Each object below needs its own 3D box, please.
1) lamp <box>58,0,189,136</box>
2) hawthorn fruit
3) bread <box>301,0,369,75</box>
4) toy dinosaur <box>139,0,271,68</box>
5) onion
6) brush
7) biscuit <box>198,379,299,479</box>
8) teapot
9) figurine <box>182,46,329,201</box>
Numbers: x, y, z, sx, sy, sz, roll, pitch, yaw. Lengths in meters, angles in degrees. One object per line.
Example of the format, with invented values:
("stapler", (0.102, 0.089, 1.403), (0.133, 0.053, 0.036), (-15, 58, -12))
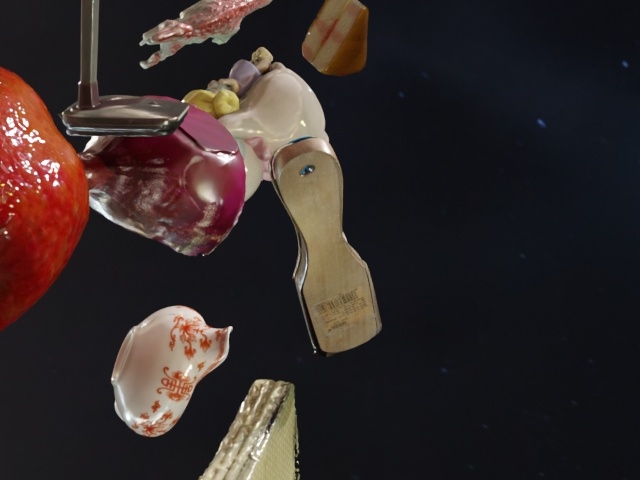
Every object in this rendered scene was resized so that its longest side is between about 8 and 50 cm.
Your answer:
("lamp", (-0.161, -0.239, 1.287), (0.125, 0.203, 0.283), (17, -78, -2))
("hawthorn fruit", (-0.255, -0.017, 0.858), (0.189, 0.189, 0.251), (-39, -161, 17))
("bread", (0.013, -0.184, 1.238), (0.062, 0.109, 0.043), (-40, -110, -14))
("toy dinosaur", (-0.121, -0.268, 1.578), (0.167, 0.242, 0.053), (-10, -76, 66))
("onion", (-0.188, -0.077, 1.368), (0.195, 0.218, 0.139), (47, -64, 40))
("brush", (0.000, 0.000, 1.133), (0.070, 0.327, 0.065), (-18, -121, -2))
("biscuit", (-0.071, 0.246, 1.150), (0.052, 0.150, 0.252), (3, -154, 13))
("teapot", (-0.195, 0.162, 1.589), (0.245, 0.116, 0.159), (128, -34, -53))
("figurine", (-0.114, -0.114, 1.603), (0.235, 0.155, 0.127), (-41, -159, -25))
